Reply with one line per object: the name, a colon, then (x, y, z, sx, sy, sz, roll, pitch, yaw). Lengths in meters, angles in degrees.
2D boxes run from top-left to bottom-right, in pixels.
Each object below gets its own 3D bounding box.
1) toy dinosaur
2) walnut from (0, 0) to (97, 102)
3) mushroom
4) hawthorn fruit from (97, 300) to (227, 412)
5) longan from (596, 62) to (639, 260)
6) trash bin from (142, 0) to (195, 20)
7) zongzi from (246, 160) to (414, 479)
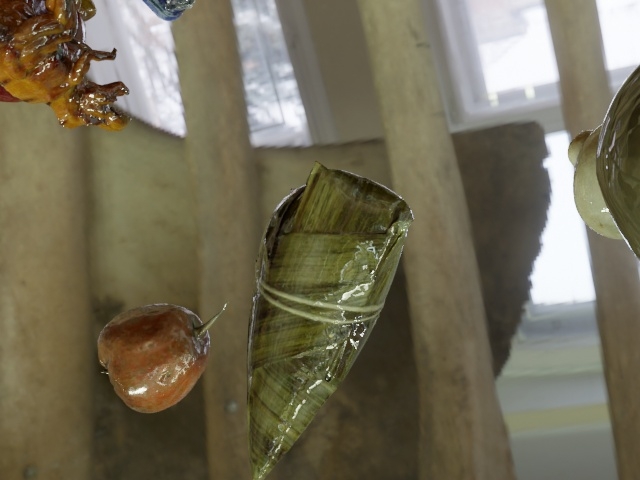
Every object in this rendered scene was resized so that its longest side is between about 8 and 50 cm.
toy dinosaur: (-0.328, -0.235, 1.141, 0.097, 0.208, 0.432, 25, -176, 31)
walnut: (-0.397, -0.306, 1.292, 0.243, 0.222, 0.269, -24, 153, 9)
mushroom: (0.487, -0.107, 1.775, 0.209, 0.206, 0.206, 15, -148, 33)
hawthorn fruit: (-0.209, 0.159, 1.467, 0.189, 0.149, 0.149, -4, -162, 5)
longan: (0.424, -0.096, 1.070, 0.288, 0.289, 0.350, 2, -161, 44)
trash bin: (-0.238, -0.418, 1.439, 0.234, 0.162, 0.184, 28, -102, 47)
zongzi: (-0.017, 0.062, 0.903, 0.111, 0.241, 0.247, 23, 180, -4)
